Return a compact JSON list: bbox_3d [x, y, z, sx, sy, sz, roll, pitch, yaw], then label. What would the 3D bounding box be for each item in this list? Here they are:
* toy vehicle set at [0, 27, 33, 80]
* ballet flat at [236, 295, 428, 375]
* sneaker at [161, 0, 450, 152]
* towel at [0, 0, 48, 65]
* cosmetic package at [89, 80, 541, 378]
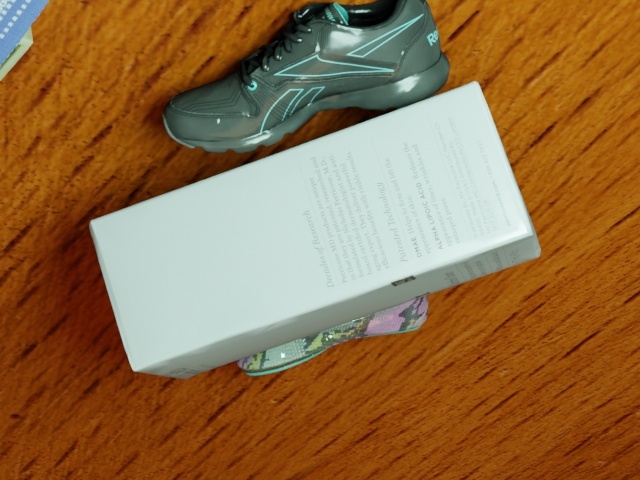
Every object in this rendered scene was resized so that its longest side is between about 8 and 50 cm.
[{"bbox_3d":[-0.401,-0.178,1.326,0.267,0.035,0.166,24,126,-36],"label":"toy vehicle set"},{"bbox_3d":[0.009,0.080,1.715,0.221,0.077,0.079,-15,121,-7],"label":"ballet flat"},{"bbox_3d":[-0.020,-0.161,1.427,0.267,0.101,0.106,-17,125,-5],"label":"sneaker"},{"bbox_3d":[-0.349,-0.264,1.216,0.336,0.040,0.243,27,109,-39],"label":"towel"},{"bbox_3d":[0.000,0.000,1.491,0.385,0.156,0.217,-21,170,8],"label":"cosmetic package"}]
